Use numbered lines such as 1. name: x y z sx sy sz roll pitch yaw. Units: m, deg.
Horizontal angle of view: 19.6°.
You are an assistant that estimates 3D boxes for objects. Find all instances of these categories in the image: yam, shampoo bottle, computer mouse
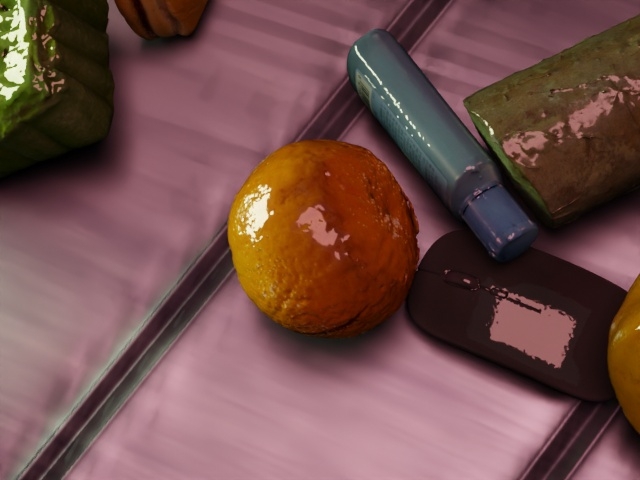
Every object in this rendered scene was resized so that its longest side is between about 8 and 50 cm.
1. yam: 0.280 -0.123 1.769 0.268 0.161 0.161 -28 71 -7
2. shampoo bottle: 0.117 -0.087 1.779 0.061 0.104 0.258 -33 64 -6
3. computer mouse: 0.198 0.069 1.761 0.232 0.057 0.120 24 74 11

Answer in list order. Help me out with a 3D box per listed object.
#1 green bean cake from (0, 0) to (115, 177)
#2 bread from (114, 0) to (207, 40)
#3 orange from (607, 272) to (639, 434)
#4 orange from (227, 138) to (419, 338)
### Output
1. green bean cake: -0.326 -0.178 1.822 0.248 0.125 0.222 -15 69 21
2. bread: -0.143 -0.302 1.884 0.077 0.116 0.200 14 72 14
3. orange: 0.373 0.095 1.676 0.249 0.183 0.249 -7 111 -19
4. orange: 0.000 0.000 1.739 0.161 0.193 0.193 -29 67 32
